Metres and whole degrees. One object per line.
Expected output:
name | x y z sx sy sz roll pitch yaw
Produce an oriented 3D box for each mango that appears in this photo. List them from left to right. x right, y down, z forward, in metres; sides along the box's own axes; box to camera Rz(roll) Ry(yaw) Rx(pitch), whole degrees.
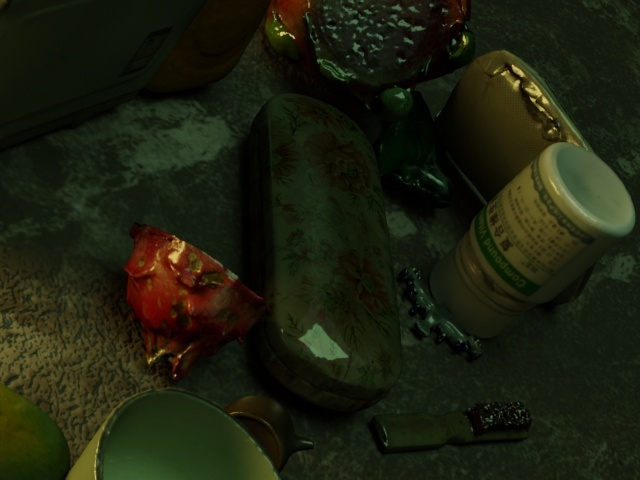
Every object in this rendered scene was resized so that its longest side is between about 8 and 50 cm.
mango | -0.271 0.156 1.035 0.194 0.092 0.130 14 41 -52

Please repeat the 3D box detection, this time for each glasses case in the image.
glasses case | 0.000 0.000 1.485 0.156 0.098 0.425 22 39 -24

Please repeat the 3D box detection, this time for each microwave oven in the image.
microwave oven | -0.288 -0.248 1.284 0.218 0.286 0.355 48 37 8

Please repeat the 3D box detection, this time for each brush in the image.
brush | 0.149 0.198 1.489 0.248 0.036 0.043 5 46 -45

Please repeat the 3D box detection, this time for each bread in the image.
bread | -0.132 -0.280 1.524 0.121 0.245 0.174 43 31 16

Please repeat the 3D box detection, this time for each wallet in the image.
wallet | 0.262 -0.092 1.760 0.068 0.275 0.335 -25 71 -19

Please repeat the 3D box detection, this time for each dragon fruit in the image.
dragon fruit | -0.137 0.065 1.278 0.153 0.153 0.111 37 74 -11
dragon fruit | 0.070 -0.296 1.769 0.268 0.130 0.295 1 89 -16

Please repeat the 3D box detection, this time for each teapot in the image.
teapot | -0.066 0.174 1.253 0.121 0.076 0.068 16 21 11

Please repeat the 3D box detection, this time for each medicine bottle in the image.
medicine bottle | 0.242 0.005 1.611 0.139 0.237 0.139 24 42 -24

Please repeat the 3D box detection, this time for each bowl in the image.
bowl | -0.122 0.231 1.075 0.211 0.112 0.211 32 39 -30

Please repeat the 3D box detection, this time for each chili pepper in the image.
chili pepper | 0.119 -0.122 1.785 0.108 0.062 0.216 26 35 -26

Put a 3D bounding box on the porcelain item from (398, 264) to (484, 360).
porcelain item | 0.130 0.093 1.595 0.136 0.021 0.075 49 33 7
